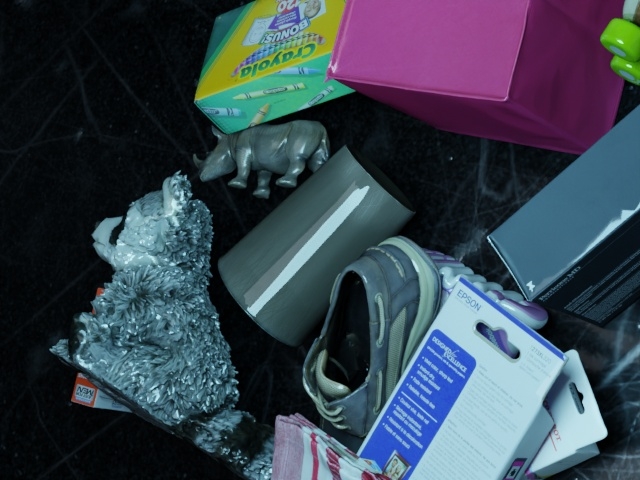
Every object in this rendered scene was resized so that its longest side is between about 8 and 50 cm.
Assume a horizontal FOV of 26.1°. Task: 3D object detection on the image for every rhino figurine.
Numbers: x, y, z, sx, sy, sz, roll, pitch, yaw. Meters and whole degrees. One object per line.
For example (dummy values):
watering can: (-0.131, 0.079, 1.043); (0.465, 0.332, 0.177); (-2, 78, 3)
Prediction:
rhino figurine: (-0.085, -0.117, 1.913); (0.243, 0.073, 0.106); (2, 72, 38)

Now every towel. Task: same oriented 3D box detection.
towel: (0.014, 0.360, 1.586); (0.329, 0.037, 0.237); (25, 107, 59)

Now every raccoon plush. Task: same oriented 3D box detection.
raccoon plush: (-0.139, 0.122, 1.866); (0.446, 0.216, 0.299); (34, 76, -2)

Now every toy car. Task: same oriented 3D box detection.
toy car: (0.437, -0.232, 1.535); (0.188, 0.149, 0.155); (32, 88, 25)

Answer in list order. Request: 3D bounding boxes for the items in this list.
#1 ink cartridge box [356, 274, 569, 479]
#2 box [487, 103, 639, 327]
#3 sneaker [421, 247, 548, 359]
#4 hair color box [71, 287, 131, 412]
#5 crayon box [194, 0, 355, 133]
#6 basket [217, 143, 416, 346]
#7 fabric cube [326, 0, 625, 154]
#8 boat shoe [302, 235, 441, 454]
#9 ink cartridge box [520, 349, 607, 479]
ink cartridge box: (0.143, 0.243, 1.592); (0.176, 0.069, 0.371); (39, 109, 37)
box: (0.343, -0.033, 1.520); (0.261, 0.184, 0.103); (-42, 59, 20)
sneaker: (0.159, 0.082, 1.687); (0.236, 0.095, 0.104); (32, 106, 35)
hair color box: (-0.292, 0.159, 1.986); (0.053, 0.093, 0.167); (9, 84, 38)
crayon box: (-0.028, -0.263, 1.867); (0.278, 0.081, 0.165); (-15, 48, 31)
basket: (0.000, 0.000, 1.774); (0.154, 0.204, 0.227); (42, 101, -12)
fabric cube: (0.204, -0.265, 1.626); (0.254, 0.258, 0.259); (14, 88, 38)
boat shoe: (0.036, 0.161, 1.680); (0.132, 0.130, 0.355); (31, 119, 43)
ink cartridge box: (0.244, 0.217, 1.606); (0.198, 0.067, 0.115); (-30, 64, 29)
